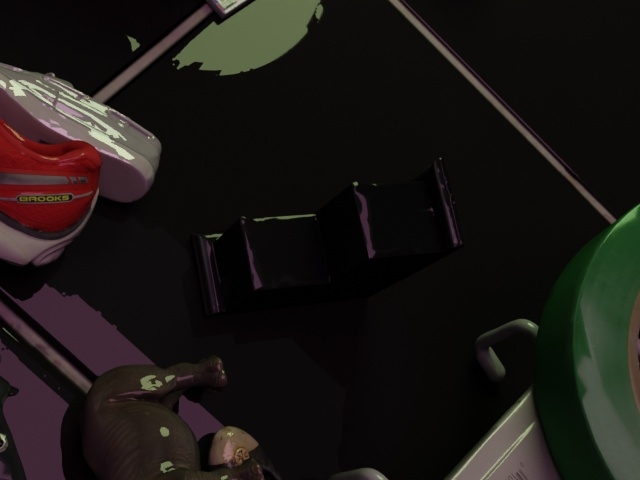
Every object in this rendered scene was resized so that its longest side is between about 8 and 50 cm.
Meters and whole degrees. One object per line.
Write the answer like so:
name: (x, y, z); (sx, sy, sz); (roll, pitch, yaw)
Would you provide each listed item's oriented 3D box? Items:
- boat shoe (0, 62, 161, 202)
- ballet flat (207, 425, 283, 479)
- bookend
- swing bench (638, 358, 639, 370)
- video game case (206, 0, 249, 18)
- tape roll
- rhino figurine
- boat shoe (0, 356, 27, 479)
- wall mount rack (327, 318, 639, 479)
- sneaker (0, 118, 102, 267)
boat shoe: (-0.208, -0.098, 0.668); (0.184, 0.066, 0.063); (24, 43, -11)
ballet flat: (-0.033, 0.217, 0.643); (0.058, 0.049, 0.173); (-21, 82, -31)
bookend: (0.000, 0.000, 0.676); (0.157, 0.156, 0.072); (-5, 75, -27)
swing bench: (0.408, 0.098, 0.842); (0.253, 0.165, 0.254); (-7, 70, -27)
video game case: (-0.102, -0.274, 0.810); (0.122, 0.011, 0.087); (48, 59, -3)
tape roll: (0.329, 0.110, 0.663); (0.322, 0.077, 0.321); (3, 69, -8)
rhino figurine: (-0.093, 0.171, 0.566); (0.106, 0.073, 0.243); (-11, 44, -18)
boat shoe: (-0.240, 0.124, 0.543); (0.113, 0.127, 0.340); (-2, 59, -55)
wall mount rack: (0.181, 0.244, 0.701); (0.350, 0.130, 0.304); (-36, 86, -31)
sneaker: (-0.279, -0.090, 0.585); (0.279, 0.107, 0.118); (29, 93, -24)
